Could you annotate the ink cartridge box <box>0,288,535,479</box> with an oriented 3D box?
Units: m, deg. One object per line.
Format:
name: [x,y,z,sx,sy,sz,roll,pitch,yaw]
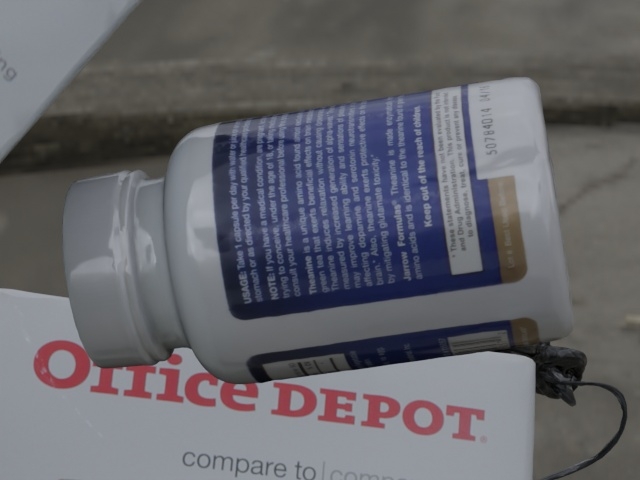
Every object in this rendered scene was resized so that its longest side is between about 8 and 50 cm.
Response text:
ink cartridge box: [-0.056,0.235,0.865,0.279,0.160,0.384,8,72,-10]

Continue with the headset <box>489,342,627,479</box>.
headset: [0.103,0.251,1.118,0.243,0.185,0.394,6,74,33]

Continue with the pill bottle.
pill bottle: [0.000,0.000,0.453,0.120,0.067,0.067,-8,30,8]

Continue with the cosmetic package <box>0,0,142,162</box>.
cosmetic package: [-0.152,-0.072,0.469,0.151,0.151,0.184,-54,18,-25]
